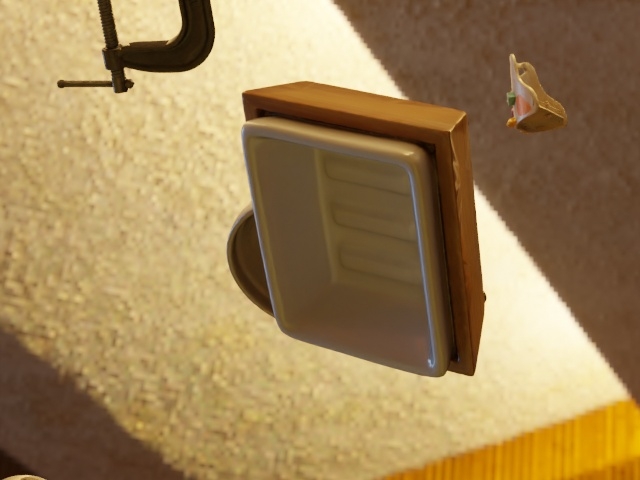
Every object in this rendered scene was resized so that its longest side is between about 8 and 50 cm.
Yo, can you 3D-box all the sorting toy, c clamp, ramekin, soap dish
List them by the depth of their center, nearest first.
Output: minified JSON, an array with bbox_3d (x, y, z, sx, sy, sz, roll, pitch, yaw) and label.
[{"bbox_3d":[-0.143,-0.180,1.157,0.137,0.022,0.161,7,-63,20],"label":"c clamp"},{"bbox_3d":[0.051,-0.017,1.575,0.229,0.118,0.291,14,-50,30],"label":"soap dish"},{"bbox_3d":[0.213,-0.153,1.633,0.045,0.075,0.083,-18,-15,26],"label":"sorting toy"},{"bbox_3d":[0.000,0.000,1.891,0.207,0.109,0.207,10,-47,11],"label":"ramekin"}]

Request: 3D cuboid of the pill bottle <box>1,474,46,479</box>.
[{"bbox_3d":[-0.322,0.311,1.580,0.112,0.112,0.186,2,8,9],"label":"pill bottle"}]
